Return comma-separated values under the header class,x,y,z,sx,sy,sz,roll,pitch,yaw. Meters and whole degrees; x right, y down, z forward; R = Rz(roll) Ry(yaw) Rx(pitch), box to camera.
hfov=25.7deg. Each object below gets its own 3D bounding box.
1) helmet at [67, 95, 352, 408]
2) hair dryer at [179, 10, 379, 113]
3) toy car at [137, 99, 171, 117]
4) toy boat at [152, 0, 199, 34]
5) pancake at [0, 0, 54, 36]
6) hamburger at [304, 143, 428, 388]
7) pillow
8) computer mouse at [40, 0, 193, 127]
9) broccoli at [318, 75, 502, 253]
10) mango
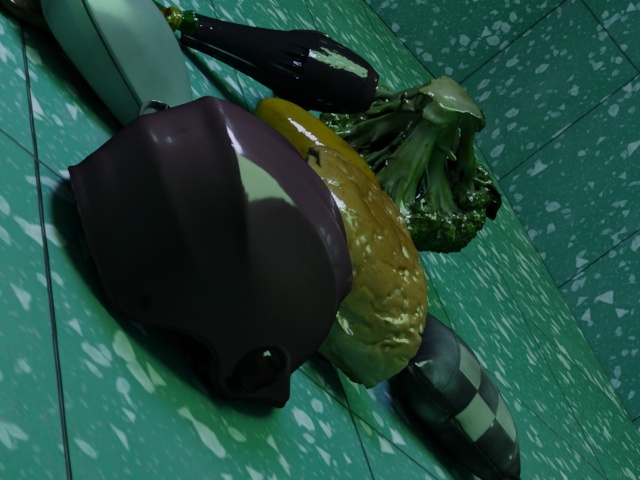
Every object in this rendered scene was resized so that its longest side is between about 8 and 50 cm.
class,x,y,z,sx,sy,sz,roll,pitch,yaw
helmet,-0.078,-0.004,1.357,0.338,0.197,0.271,41,16,-36
hair dryer,-0.080,-0.260,2.179,0.304,0.120,0.359,15,-3,-7
toy car,-0.121,-0.071,1.528,0.191,0.100,0.097,21,33,-13
toy boat,-0.257,-0.324,1.787,0.229,0.088,0.089,41,17,-37
pancake,-0.351,-0.324,1.603,0.250,0.031,0.250,48,15,-17
hamburger,-0.003,0.000,1.649,0.209,0.162,0.330,40,23,-44
pillow,0.177,0.208,1.820,0.250,0.106,0.186,52,13,-19
computer mouse,-0.206,-0.210,1.588,0.288,0.097,0.159,52,15,-29
broccoli,0.132,-0.130,2.189,0.304,0.283,0.321,-23,64,-43
mango,-0.002,-0.103,2.002,0.253,0.113,0.138,48,14,-8
